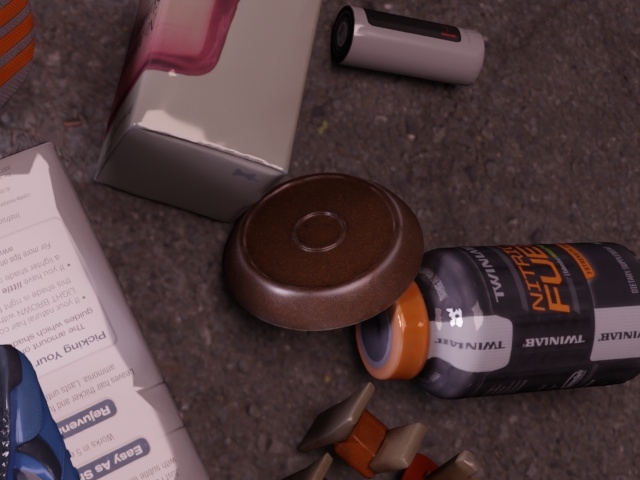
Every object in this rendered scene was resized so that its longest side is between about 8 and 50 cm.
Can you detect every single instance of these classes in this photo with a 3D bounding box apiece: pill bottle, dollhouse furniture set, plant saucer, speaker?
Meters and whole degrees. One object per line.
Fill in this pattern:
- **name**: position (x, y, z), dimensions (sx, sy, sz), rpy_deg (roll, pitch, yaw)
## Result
- **pill bottle**: position (0.156, 0.069, 1.023), dimensions (0.246, 0.130, 0.130), rpy_deg (-2, 77, -24)
- **dollhouse furniture set**: position (0.057, 0.290, 0.943), dimensions (0.262, 0.135, 0.259), rpy_deg (40, 53, -9)
- **plant saucer**: position (0.000, 0.000, 0.976), dimensions (0.168, 0.029, 0.168), rpy_deg (-5, 48, 6)
- **speaker**: position (0.082, -0.179, 1.102), dimensions (0.136, 0.055, 0.055), rpy_deg (7, 73, -21)

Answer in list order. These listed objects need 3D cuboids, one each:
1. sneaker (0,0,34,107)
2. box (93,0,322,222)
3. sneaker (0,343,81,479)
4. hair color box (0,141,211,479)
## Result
- **sneaker**: position (-0.348, -0.097, 0.815), dimensions (0.180, 0.124, 0.321), rpy_deg (10, 32, 16)
- **box**: position (-0.086, -0.153, 0.970), dimensions (0.127, 0.148, 0.232), rpy_deg (17, 69, -17)
- **sneaker**: position (-0.181, 0.171, 0.775), dimensions (0.082, 0.069, 0.209), rpy_deg (1, 73, -41)
- **hair color box**: position (-0.208, 0.123, 0.864), dimensions (0.174, 0.105, 0.347), rpy_deg (-24, 86, -25)
